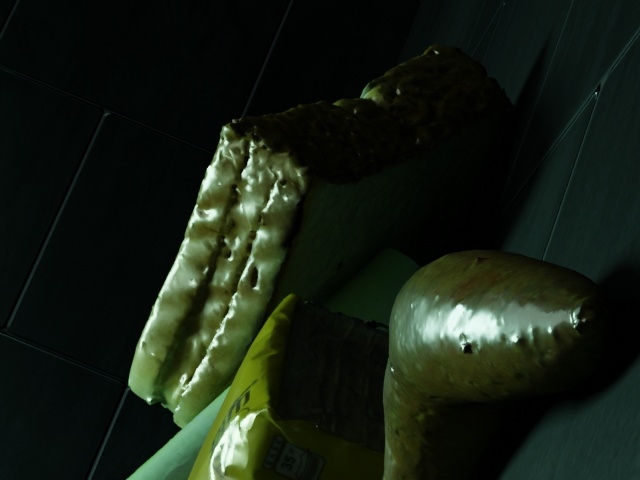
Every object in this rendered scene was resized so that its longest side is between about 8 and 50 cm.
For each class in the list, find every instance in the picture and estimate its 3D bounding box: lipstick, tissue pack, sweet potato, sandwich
[{"bbox_3d":[-0.037,0.125,1.367,0.304,0.076,0.076,-42,-6,-18],"label":"lipstick"},{"bbox_3d":[-0.026,0.190,1.193,0.192,0.134,0.271,-76,8,-70],"label":"tissue pack"},{"bbox_3d":[0.065,0.072,0.929,0.346,0.079,0.108,110,169,-58],"label":"sweet potato"},{"bbox_3d":[0.000,0.000,1.473,0.301,0.099,0.271,-26,-28,-52],"label":"sandwich"}]
